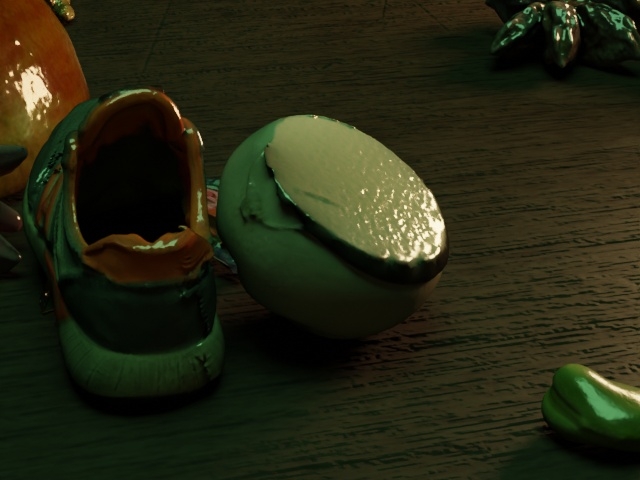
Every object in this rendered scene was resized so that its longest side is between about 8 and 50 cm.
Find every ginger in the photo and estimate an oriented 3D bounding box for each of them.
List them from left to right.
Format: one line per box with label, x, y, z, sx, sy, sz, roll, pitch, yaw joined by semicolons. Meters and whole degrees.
ginger;-0.308;-0.272;1.668;0.048;0.030;0.097;21;22;-24

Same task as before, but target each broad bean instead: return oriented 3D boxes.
broad bean;0.182;0.109;0.931;0.083;0.045;0.063;19;19;16

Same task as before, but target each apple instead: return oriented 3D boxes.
apple;-0.321;-0.157;1.309;0.254;0.179;0.346;32;18;-22

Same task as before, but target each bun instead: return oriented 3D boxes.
bun;0.000;0.000;1.045;0.173;0.120;0.173;25;35;-19

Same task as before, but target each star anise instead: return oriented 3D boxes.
star anise;0.279;-0.240;1.583;0.197;0.073;0.212;0;29;4

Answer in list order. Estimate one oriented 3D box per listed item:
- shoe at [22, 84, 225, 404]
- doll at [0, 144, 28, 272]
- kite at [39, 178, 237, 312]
shoe;-0.142;-0.047;1.040;0.132;0.171;0.336;-3;36;-14
doll;-0.315;-0.058;1.095;0.211;0.093;0.262;19;50;-40
kite;-0.122;-0.017;1.197;0.321;0.016;0.234;-19;32;-36
